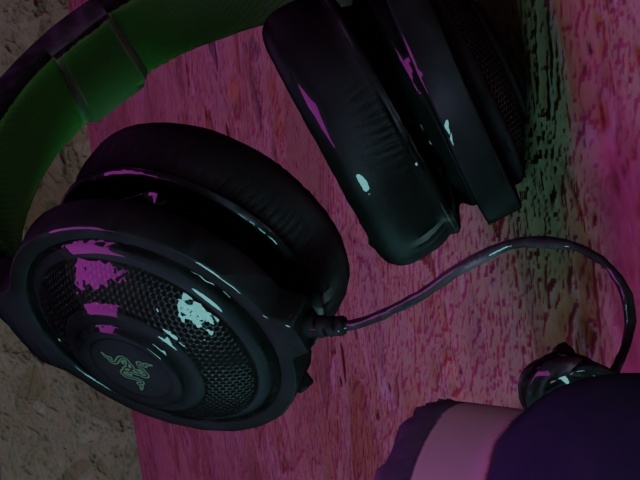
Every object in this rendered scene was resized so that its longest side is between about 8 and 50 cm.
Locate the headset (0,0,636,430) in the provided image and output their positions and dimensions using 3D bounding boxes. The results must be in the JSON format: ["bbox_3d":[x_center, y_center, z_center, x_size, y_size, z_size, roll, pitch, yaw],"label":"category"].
[{"bbox_3d":[0.000,0.000,0.857,0.394,0.243,0.185,34,159,49],"label":"headset"}]

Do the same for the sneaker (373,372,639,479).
[{"bbox_3d":[0.139,0.138,0.448,0.319,0.131,0.112,46,-137,-40],"label":"sneaker"}]
